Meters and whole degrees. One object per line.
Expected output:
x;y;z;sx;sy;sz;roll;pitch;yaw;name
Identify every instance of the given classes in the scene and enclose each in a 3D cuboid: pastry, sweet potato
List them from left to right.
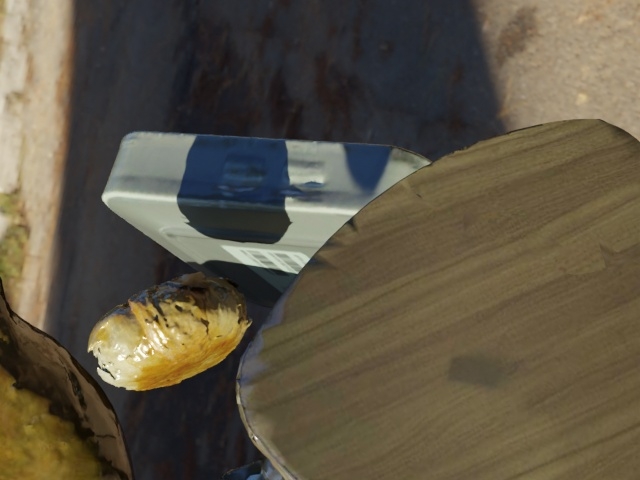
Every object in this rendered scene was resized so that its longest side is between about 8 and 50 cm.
-0.165;0.185;0.634;0.158;0.158;0.369;-12;94;59;sweet potato
-0.139;0.086;1.037;0.153;0.153;0.081;-36;67;50;pastry

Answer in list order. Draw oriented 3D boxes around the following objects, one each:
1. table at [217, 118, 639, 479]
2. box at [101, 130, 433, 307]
0.107;0.139;0.706;0.249;0.317;0.317;118;153;-61;table
-0.001;0.001;1.306;0.396;0.396;0.111;5;72;28;box
